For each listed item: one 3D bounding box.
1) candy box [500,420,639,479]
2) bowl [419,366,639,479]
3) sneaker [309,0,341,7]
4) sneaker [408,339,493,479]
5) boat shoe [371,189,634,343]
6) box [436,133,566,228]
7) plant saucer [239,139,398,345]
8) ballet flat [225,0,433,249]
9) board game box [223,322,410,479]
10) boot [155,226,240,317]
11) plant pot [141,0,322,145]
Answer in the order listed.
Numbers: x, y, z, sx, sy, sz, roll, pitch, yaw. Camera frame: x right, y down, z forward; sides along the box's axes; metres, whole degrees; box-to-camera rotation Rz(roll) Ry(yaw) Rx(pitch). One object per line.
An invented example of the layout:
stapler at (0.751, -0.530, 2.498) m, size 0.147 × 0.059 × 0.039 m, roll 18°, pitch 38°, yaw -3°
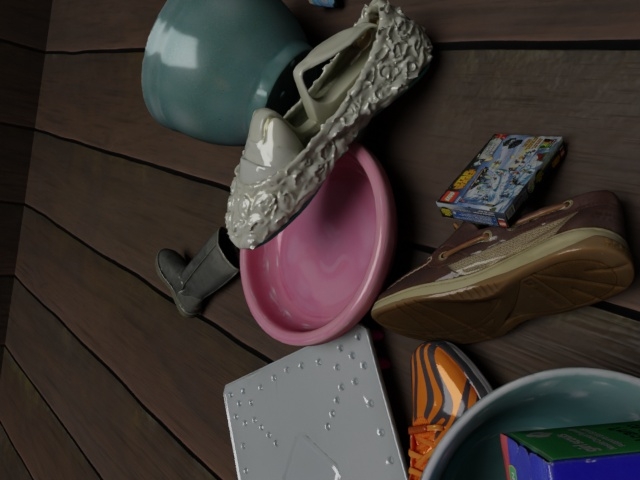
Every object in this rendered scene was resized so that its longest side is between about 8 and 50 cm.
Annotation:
candy box at (0.315, 0.267, 0.417) m, size 0.122 × 0.317 × 0.268 m, roll 91°, pitch 174°, yaw -79°
bowl at (0.224, 0.278, 0.560) m, size 0.163 × 0.312 × 0.311 m, roll 92°, pitch 172°, yaw -78°
sneaker at (0.038, -0.464, 0.980) m, size 0.073 × 0.063 × 0.162 m, roll 32°, pitch 115°, yaw 25°
sneaker at (0.130, 0.280, 0.692) m, size 0.124 × 0.180 × 0.321 m, roll -45°, pitch 53°, yaw 55°
boat shoe at (0.203, 0.034, 0.719) m, size 0.342 × 0.123 × 0.123 m, roll -31°, pitch 35°, yaw 47°
box at (0.214, -0.074, 0.698) m, size 0.094 × 0.027 × 0.137 m, roll 16°, pitch 55°, yaw 48°
plant saucer at (0.000, 0.000, 0.929) m, size 0.332 × 0.084 × 0.332 m, roll -14°, pitch 70°, yaw 44°
ballet flat at (-0.017, -0.175, 0.831) m, size 0.409 × 0.147 × 0.147 m, roll -48°, pitch 48°, yaw -1°
board game box at (0.001, 0.374, 0.935) m, size 0.390 × 0.050 × 0.389 m, roll -33°, pitch 63°, yaw 41°
boot at (-0.255, 0.041, 1.227) m, size 0.189 × 0.076 × 0.208 m, roll 54°, pitch 132°, yaw 18°
plant pot at (-0.121, -0.277, 0.991) m, size 0.196 × 0.293 × 0.293 m, roll 31°, pitch 111°, yaw 15°
